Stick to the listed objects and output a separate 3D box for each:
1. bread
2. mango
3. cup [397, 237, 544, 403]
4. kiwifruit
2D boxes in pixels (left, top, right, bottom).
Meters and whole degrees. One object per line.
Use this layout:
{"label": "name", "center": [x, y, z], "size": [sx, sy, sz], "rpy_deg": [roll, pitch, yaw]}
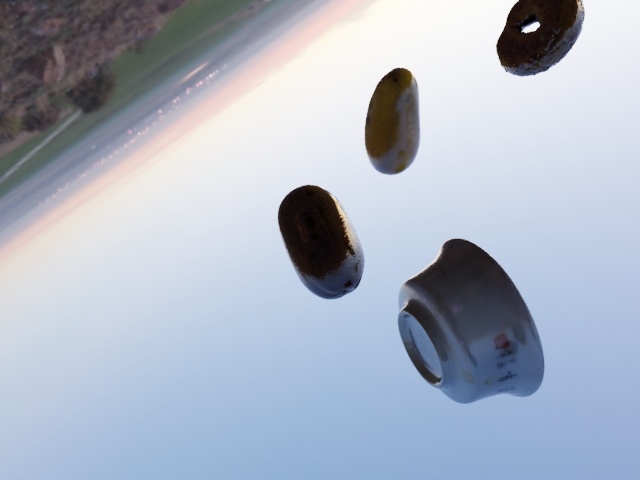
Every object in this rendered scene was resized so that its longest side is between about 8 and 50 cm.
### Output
{"label": "bread", "center": [0.426, -0.408, 1.198], "size": [0.193, 0.063, 0.193], "rpy_deg": [-28, -126, 48]}
{"label": "mango", "center": [0.121, -0.198, 1.031], "size": [0.090, 0.178, 0.115], "rpy_deg": [-7, -158, -14]}
{"label": "cup", "center": [0.264, 0.182, 1.233], "size": [0.163, 0.347, 0.347], "rpy_deg": [-22, -167, -15]}
{"label": "kiwifruit", "center": [0.000, 0.000, 0.621], "size": [0.075, 0.124, 0.075], "rpy_deg": [-25, 159, -10]}
